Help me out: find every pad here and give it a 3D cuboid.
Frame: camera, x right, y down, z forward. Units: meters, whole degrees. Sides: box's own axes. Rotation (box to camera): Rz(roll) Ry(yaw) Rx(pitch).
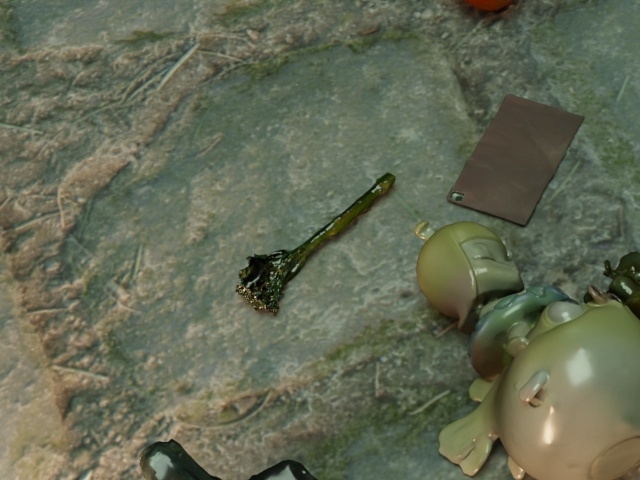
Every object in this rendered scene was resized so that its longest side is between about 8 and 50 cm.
[{"bbox_3d":[0.253,-0.106,1.801,0.113,0.006,0.188,19,63,25],"label":"pad"}]

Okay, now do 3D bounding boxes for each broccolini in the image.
[{"bbox_3d":[-0.004,0.000,1.784,0.254,0.071,0.057,-38,16,-19],"label":"broccolini"}]

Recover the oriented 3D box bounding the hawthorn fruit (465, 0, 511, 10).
[{"bbox_3d":[0.234,-0.379,1.917,0.128,0.128,0.128,-6,57,9],"label":"hawthorn fruit"}]

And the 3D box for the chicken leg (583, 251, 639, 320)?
[{"bbox_3d":[0.460,0.103,1.488,0.152,0.201,0.429,-12,21,-34],"label":"chicken leg"}]

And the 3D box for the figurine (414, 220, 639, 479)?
[{"bbox_3d":[0.209,0.123,1.583,0.274,0.226,0.394,-48,49,15],"label":"figurine"}]

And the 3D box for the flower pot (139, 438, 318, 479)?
[{"bbox_3d":[-0.102,0.346,1.417,0.283,0.299,0.299,-43,59,-7],"label":"flower pot"}]
